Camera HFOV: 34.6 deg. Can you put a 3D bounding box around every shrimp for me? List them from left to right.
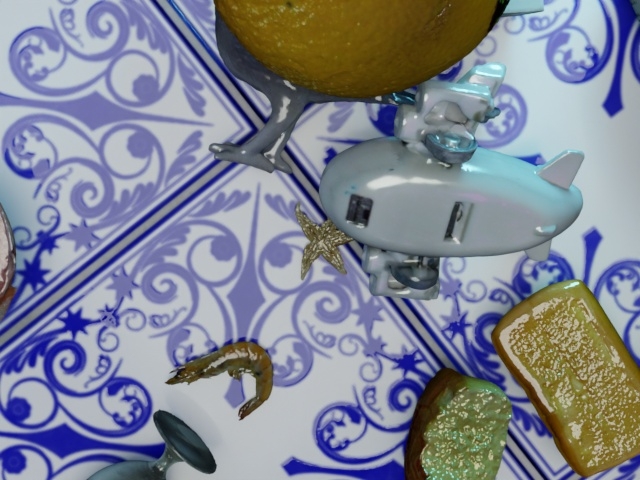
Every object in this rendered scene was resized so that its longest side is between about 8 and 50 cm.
[{"bbox_3d":[-0.104,0.154,1.082,0.114,0.023,0.083,-16,100,-2],"label":"shrimp"}]

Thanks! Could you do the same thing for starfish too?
[{"bbox_3d":[0.000,0.000,1.066,0.086,0.016,0.092,-42,102,3],"label":"starfish"}]

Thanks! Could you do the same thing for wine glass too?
[{"bbox_3d":[-0.208,0.277,1.063,0.202,0.093,0.093,-44,96,5],"label":"wine glass"}]

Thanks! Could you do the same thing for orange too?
[{"bbox_3d":[0.037,-0.254,0.859,0.274,0.274,0.274,0,98,-1],"label":"orange"}]

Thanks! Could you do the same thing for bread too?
[{"bbox_3d":[0.130,0.211,1.044,0.086,0.125,0.156,16,79,-10],"label":"bread"},{"bbox_3d":[0.265,0.139,1.059,0.116,0.077,0.200,-32,95,5],"label":"bread"}]

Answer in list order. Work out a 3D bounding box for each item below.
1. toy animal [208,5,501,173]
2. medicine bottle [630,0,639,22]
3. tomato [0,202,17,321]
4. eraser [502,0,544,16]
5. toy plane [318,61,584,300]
[{"bbox_3d":[-0.023,-0.153,1.012,0.367,0.081,0.206,35,97,-9],"label":"toy animal"},{"bbox_3d":[0.353,-0.229,1.007,0.080,0.080,0.130,-26,97,3],"label":"medicine bottle"},{"bbox_3d":[-0.401,0.005,1.013,0.199,0.112,0.228,-41,98,-3],"label":"tomato"},{"bbox_3d":[0.162,-0.331,0.990,0.095,0.052,0.225,-9,99,-29],"label":"eraser"},{"bbox_3d":[0.128,-0.045,0.990,0.267,0.122,0.267,-5,126,-8],"label":"toy plane"}]
